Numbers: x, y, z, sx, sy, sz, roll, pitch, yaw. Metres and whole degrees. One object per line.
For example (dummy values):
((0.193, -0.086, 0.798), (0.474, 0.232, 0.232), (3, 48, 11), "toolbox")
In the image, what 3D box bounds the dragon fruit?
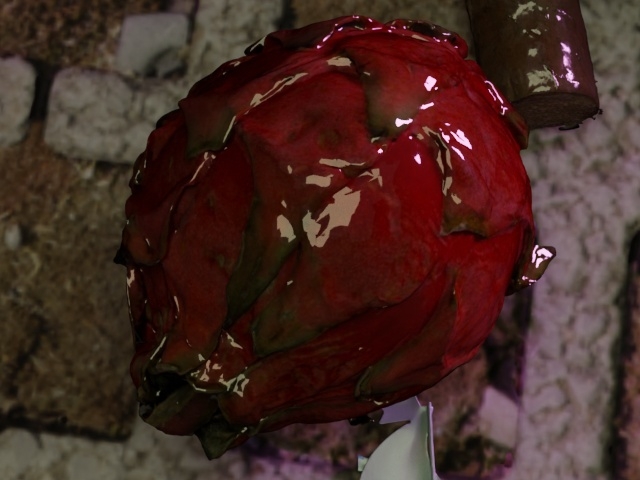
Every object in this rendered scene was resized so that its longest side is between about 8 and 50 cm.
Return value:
((0.000, 0.000, 1.110), (0.244, 0.244, 0.299), (33, 80, 9), "dragon fruit")

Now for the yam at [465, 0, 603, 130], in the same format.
((0.136, -0.139, 1.214), (0.084, 0.084, 0.127), (-7, 78, 0), "yam")

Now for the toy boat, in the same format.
((0.048, 0.177, 1.166), (0.105, 0.034, 0.149), (-23, 78, -6), "toy boat")
